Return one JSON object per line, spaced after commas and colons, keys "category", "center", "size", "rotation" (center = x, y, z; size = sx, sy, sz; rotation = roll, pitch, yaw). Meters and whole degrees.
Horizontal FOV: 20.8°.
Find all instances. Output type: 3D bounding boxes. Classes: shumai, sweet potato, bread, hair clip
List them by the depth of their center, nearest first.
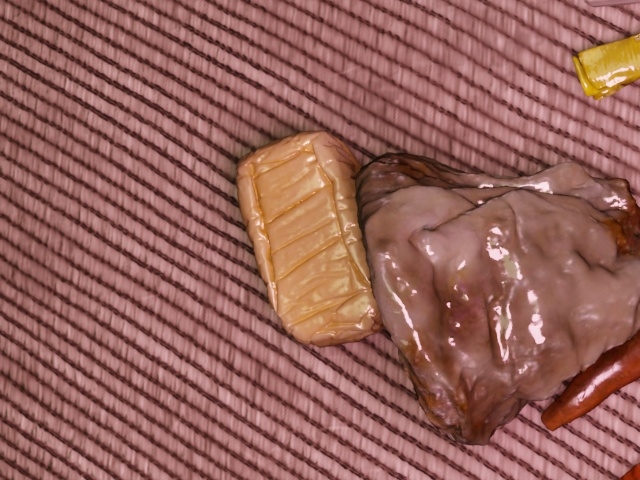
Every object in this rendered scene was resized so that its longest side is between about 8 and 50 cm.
{"category": "shumai", "center": [0.190, 0.023, 1.689], "size": [0.263, 0.304, 0.309], "rotation": [-19, 71, 6]}
{"category": "sweet potato", "center": [0.328, 0.104, 1.740], "size": [0.264, 0.057, 0.057], "rotation": [-40, 71, 16]}
{"category": "hair clip", "center": [0.346, -0.193, 1.770], "size": [0.173, 0.046, 0.072], "rotation": [-24, 79, 19]}
{"category": "bread", "center": [0.000, 0.000, 1.853], "size": [0.140, 0.106, 0.236], "rotation": [-21, 77, 17]}

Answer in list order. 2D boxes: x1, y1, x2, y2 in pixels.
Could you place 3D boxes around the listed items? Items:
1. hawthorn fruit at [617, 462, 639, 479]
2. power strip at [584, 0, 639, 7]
{"category": "hawthorn fruit", "center": [0.326, 0.282, 1.685], "size": [0.125, 0.125, 0.140], "rotation": [-15, 76, 19]}
{"category": "power strip", "center": [0.340, -0.269, 1.790], "size": [0.191, 0.030, 0.048], "rotation": [-2, 83, 21]}
